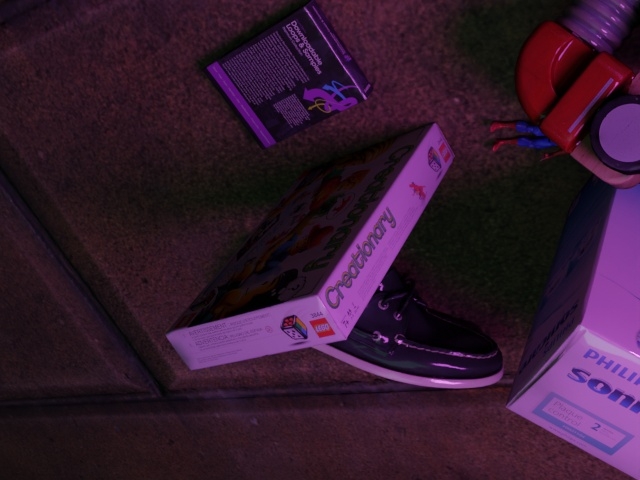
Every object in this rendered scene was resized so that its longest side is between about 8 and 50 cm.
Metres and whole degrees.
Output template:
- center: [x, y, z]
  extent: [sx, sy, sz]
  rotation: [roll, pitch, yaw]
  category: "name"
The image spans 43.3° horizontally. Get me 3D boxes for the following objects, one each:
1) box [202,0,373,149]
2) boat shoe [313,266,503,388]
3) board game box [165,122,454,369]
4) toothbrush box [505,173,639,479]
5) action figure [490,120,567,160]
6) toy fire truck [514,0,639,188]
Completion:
- center: [-0.037, -0.175, 0.877]
  extent: [0.162, 0.029, 0.116]
  rotation: [-19, 117, 40]
  category: "box"
- center: [0.061, 0.081, 0.980]
  extent: [0.340, 0.127, 0.113]
  rotation: [16, 110, 20]
  category: "boat shoe"
- center: [0.000, 0.000, 0.808]
  extent: [0.193, 0.305, 0.053]
  rotation: [-17, 115, 37]
  category: "board game box"
- center: [0.313, 0.060, 0.691]
  extent: [0.216, 0.295, 0.126]
  rotation: [28, 135, 5]
  category: "toothbrush box"
- center: [0.227, -0.102, 0.794]
  extent: [0.115, 0.030, 0.038]
  rotation: [2, 122, 26]
  category: "action figure"
- center: [0.216, -0.191, 0.628]
  extent: [0.246, 0.158, 0.217]
  rotation: [44, 108, 21]
  category: "toy fire truck"
